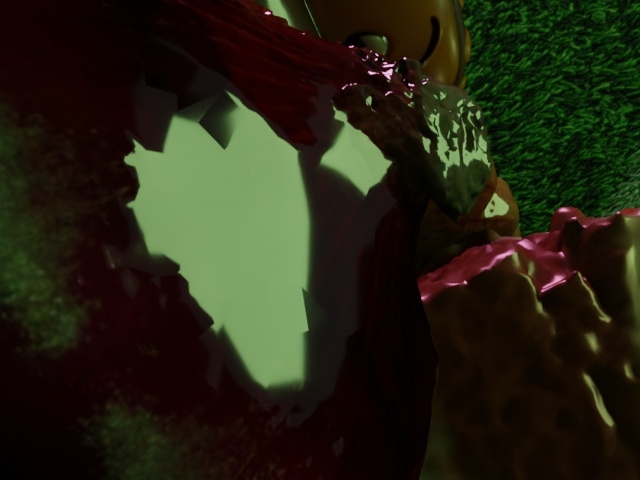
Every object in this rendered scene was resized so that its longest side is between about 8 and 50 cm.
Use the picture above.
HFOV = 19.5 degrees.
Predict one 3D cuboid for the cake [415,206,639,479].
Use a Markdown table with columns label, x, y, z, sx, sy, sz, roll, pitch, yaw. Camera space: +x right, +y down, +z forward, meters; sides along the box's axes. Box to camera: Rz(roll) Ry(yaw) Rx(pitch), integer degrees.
| label | x | y | z | sx | sy | sz | roll | pitch | yaw |
| --- | --- | --- | --- | --- | --- | --- | --- | --- | --- |
| cake | 0.095 | 0.134 | 0.886 | 0.269 | 0.319 | 0.270 | 167 | -99 | -85 |

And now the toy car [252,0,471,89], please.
| label | x | y | z | sx | sy | sz | roll | pitch | yaw |
| --- | --- | --- | --- | --- | --- | --- | --- | --- | --- |
| toy car | -0.061 | -0.130 | 1.079 | 0.271 | 0.240 | 0.341 | 65 | -5 | -18 |

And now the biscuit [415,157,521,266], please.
| label | x | y | z | sx | sy | sz | roll | pitch | yaw |
| --- | --- | --- | --- | --- | --- | --- | --- | --- | --- |
| biscuit | -0.001 | -0.003 | 0.963 | 0.295 | 0.186 | 0.044 | 9 | 53 | -56 |

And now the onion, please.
| label | x | y | z | sx | sy | sz | roll | pitch | yaw |
| --- | --- | --- | --- | --- | --- | --- | --- | --- | --- |
| onion | -0.045 | -0.007 | 0.580 | 0.272 | 0.195 | 0.272 | 60 | 2 | -3 |
